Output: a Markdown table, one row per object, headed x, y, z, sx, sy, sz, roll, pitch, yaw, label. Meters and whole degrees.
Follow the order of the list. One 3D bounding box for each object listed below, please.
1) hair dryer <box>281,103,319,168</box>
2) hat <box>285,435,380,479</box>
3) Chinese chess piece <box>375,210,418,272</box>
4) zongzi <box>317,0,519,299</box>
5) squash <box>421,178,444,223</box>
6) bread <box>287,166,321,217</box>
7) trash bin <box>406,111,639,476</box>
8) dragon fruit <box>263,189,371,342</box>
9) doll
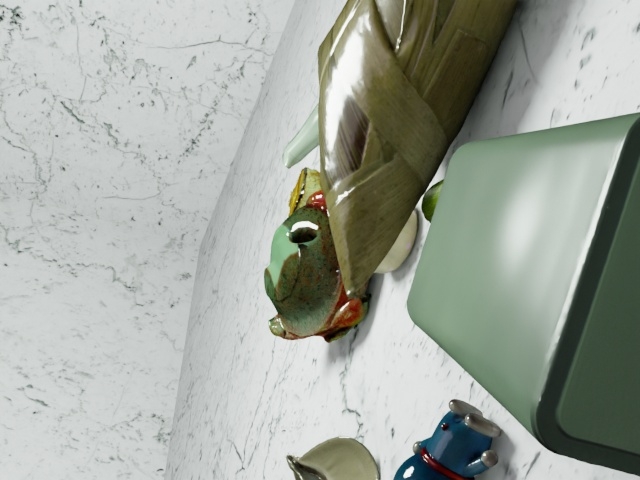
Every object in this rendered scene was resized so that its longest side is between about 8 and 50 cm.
| x | y | z | sx | sy | sz | roll | pitch | yaw | label |
| --- | --- | --- | --- | --- | --- | --- | --- | --- | --- |
| -0.004 | -0.191 | 1.745 | 0.206 | 0.075 | 0.237 | -45 | 31 | 24 | hair dryer |
| 0.024 | 0.378 | 1.154 | 0.173 | 0.144 | 0.166 | -15 | 43 | 20 | hat |
| 0.097 | -0.010 | 1.247 | 0.122 | 0.051 | 0.122 | -42 | 37 | 43 | Chinese chess piece |
| 0.159 | -0.227 | 1.004 | 0.500 | 0.218 | 0.467 | 126 | 150 | -48 | zongzi |
| 0.184 | -0.053 | 0.973 | 0.239 | 0.069 | 0.069 | 168 | 117 | -74 | squash |
| -0.027 | -0.097 | 1.820 | 0.128 | 0.069 | 0.140 | -89 | 18 | -48 | bread |
| 0.196 | 0.021 | 0.663 | 0.343 | 0.158 | 0.223 | -149 | 75 | -76 | trash bin |
| -0.006 | 0.049 | 1.410 | 0.295 | 0.130 | 0.268 | -143 | 61 | -64 | dragon fruit |
| 0.127 | 0.244 | 0.845 | 0.152 | 0.085 | 0.114 | -63 | 26 | 3 | doll |
